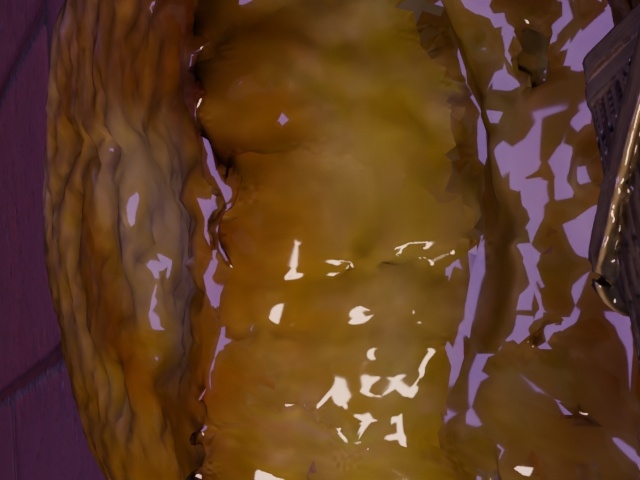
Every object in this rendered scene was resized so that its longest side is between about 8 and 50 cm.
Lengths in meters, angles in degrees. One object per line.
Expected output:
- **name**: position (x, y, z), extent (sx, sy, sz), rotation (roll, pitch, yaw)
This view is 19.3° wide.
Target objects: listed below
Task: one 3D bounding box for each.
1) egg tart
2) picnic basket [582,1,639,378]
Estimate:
- **egg tart**: position (0.000, 0.000, 0.705), extent (0.443, 0.178, 0.443), rotation (177, 90, -71)
- **picnic basket**: position (0.134, -0.027, 0.387), extent (0.164, 0.115, 0.079), rotation (133, 132, -66)
